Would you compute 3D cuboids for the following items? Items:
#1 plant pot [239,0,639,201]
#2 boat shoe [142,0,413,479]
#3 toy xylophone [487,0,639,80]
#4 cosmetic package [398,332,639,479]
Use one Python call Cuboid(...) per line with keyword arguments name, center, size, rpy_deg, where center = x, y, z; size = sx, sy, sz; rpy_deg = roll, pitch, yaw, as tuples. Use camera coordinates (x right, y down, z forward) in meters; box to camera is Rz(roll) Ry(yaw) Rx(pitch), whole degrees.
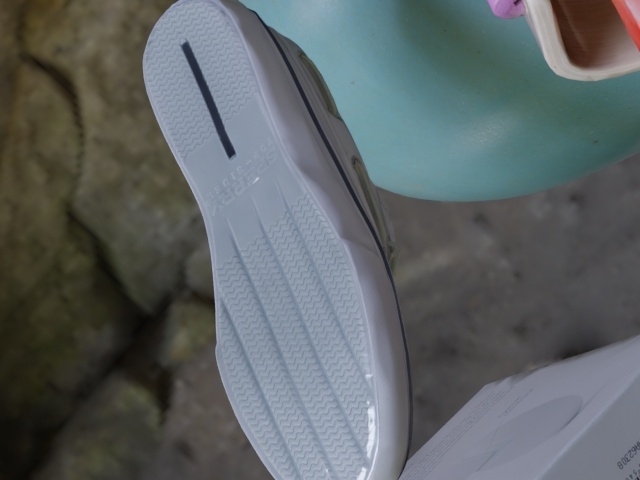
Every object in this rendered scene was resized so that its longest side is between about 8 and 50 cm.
Cuboid(name="plant pot", center=(0.092, -0.158, 1.018), size=(0.235, 0.293, 0.293), rpy_deg=(-41, 13, 40))
Cuboid(name="boat shoe", center=(0.000, 0.000, 0.793), size=(0.083, 0.226, 0.076), rpy_deg=(-31, -24, 34))
Cuboid(name="toy xylophone", center=(0.175, -0.181, 0.745), size=(0.323, 0.236, 0.081), rpy_deg=(-27, -22, -12))
Cuboid(name="cosmetic package", center=(0.145, 0.183, 1.269), size=(0.224, 0.138, 0.225), rpy_deg=(-39, 9, -35))
